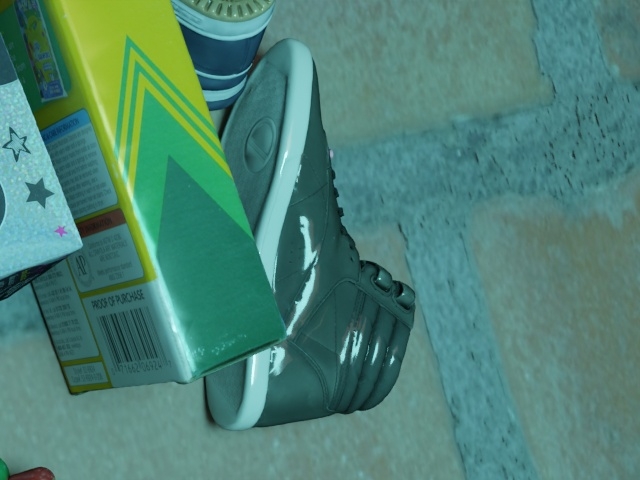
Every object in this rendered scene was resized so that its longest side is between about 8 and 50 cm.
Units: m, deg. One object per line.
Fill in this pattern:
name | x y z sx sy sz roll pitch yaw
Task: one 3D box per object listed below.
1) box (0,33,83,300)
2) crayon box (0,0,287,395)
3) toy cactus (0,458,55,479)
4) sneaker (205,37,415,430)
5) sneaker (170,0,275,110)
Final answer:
box | -0.274 -0.072 0.957 0.142 0.163 0.247 -21 88 -32
crayon box | -0.151 -0.064 1.013 0.083 0.203 0.323 -22 94 -31
toy cactus | -0.272 0.155 0.984 0.219 0.112 0.180 0 73 -21
sneaker | 0.000 0.000 1.155 0.147 0.104 0.295 7 85 -31
sneaker | -0.150 -0.210 1.109 0.099 0.153 0.282 -38 72 -26
